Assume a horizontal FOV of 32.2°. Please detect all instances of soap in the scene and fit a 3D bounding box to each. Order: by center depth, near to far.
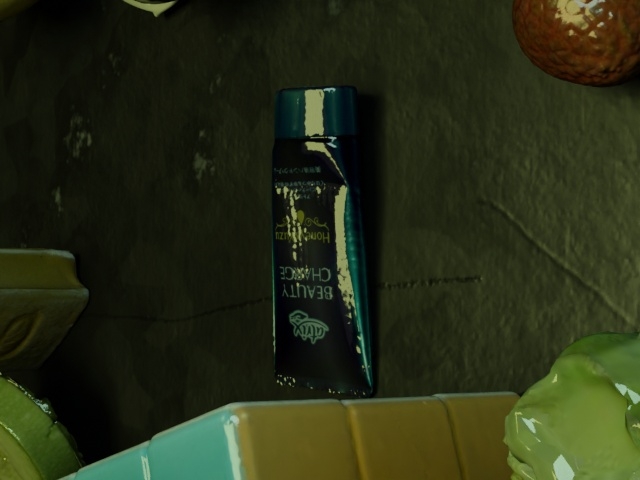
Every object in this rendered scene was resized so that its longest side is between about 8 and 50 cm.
[{"bbox_3d":[-0.425,0.084,1.265,0.173,0.274,0.089,-49,56,34],"label":"soap"}]

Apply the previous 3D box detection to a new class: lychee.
[{"bbox_3d":[0.176,-0.161,0.757,0.140,0.101,0.114,54,134,28],"label":"lychee"}]

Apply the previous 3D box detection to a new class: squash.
[{"bbox_3d":[-0.370,0.249,1.244,0.220,0.133,0.220,18,127,25],"label":"squash"}]

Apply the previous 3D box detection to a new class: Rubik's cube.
[{"bbox_3d":[-0.012,0.284,0.793,0.290,0.291,0.291,-27,67,43],"label":"Rubik's cube"}]

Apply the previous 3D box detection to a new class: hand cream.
[{"bbox_3d":[0.000,0.000,0.982,0.120,0.061,0.270,2,96,42],"label":"hand cream"}]

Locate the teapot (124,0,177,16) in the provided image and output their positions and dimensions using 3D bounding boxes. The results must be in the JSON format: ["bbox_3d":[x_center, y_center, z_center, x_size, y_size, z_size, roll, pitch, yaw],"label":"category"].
[{"bbox_3d":[-0.131,-0.315,1.086,0.300,0.166,0.208,-23,53,54],"label":"teapot"}]

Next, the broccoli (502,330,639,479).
[{"bbox_3d":[0.223,0.087,0.556,0.348,0.281,0.293,-8,79,51],"label":"broccoli"}]

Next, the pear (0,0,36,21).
[{"bbox_3d":[-0.423,-0.399,1.285,0.314,0.314,0.314,-5,84,47],"label":"pear"}]
